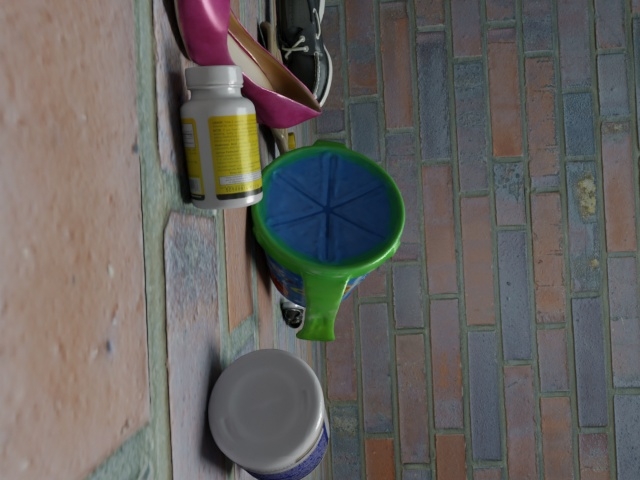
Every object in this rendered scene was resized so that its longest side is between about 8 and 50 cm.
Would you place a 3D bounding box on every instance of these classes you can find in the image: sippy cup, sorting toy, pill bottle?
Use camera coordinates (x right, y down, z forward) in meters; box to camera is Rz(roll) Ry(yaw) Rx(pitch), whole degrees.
[{"bbox_3d":[0.000,0.000,0.806,0.305,0.240,0.224,-47,165,-27],"label":"sippy cup"},{"bbox_3d":[-0.087,-0.261,0.994,0.307,0.041,0.229,75,9,-80],"label":"sorting toy"},{"bbox_3d":[-0.087,-0.089,0.420,0.065,0.065,0.116,-84,172,-73],"label":"pill bottle"},{"bbox_3d":[-0.046,0.202,0.525,0.187,0.111,0.112,83,5,-56],"label":"pill bottle"}]

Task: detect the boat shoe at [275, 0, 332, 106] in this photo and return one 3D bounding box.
[{"bbox_3d":[-0.046,-0.420,0.996,0.091,0.114,0.303,5,76,-62],"label":"boat shoe"}]

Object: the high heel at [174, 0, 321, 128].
[{"bbox_3d":[-0.062,-0.187,0.476,0.244,0.117,0.082,82,6,-67],"label":"high heel"}]

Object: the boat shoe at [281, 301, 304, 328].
[{"bbox_3d":[-0.057,0.163,1.057,0.142,0.049,0.040,87,2,-71],"label":"boat shoe"}]
